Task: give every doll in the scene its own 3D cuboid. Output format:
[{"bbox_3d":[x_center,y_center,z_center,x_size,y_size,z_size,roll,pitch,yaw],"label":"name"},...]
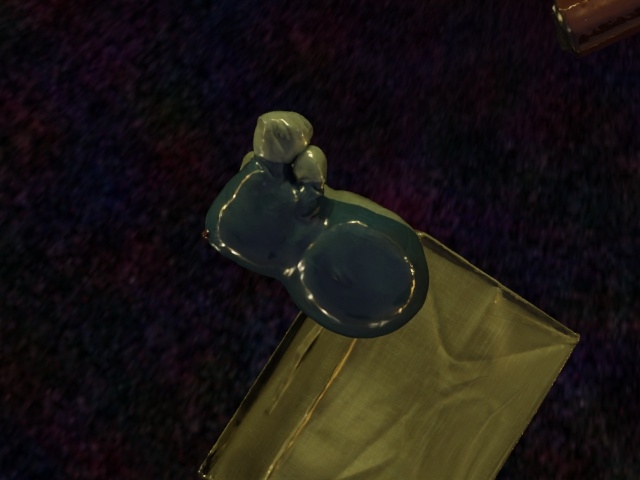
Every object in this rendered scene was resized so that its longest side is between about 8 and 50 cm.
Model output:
[{"bbox_3d":[0.000,0.000,0.599,0.083,0.076,0.050,35,79,-2],"label":"doll"}]

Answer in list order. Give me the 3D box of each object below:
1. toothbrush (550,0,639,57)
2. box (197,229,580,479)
[{"bbox_3d":[0.291,-0.187,0.904,0.364,0.041,0.041,-25,106,9],"label":"toothbrush"},{"bbox_3d":[0.043,0.119,1.227,0.155,0.149,0.231,35,84,-15],"label":"box"}]
